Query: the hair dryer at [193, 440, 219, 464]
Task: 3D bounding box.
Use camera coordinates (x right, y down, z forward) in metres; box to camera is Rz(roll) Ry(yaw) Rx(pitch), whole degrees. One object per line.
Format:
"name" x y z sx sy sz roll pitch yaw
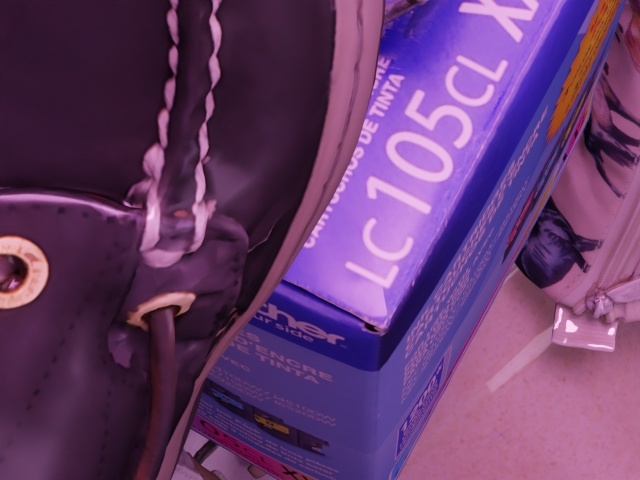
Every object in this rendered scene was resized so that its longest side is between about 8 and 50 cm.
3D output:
"hair dryer" 0.000 0.000 1.113 0.293 0.080 0.223 -46 177 -46

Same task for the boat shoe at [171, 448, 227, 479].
"boat shoe" -0.076 0.157 0.942 0.113 0.103 0.302 -62 170 -9

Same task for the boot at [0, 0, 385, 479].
"boot" -0.122 0.058 0.369 0.284 0.138 0.377 -55 172 -42

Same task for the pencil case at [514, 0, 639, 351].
"pencil case" 0.205 -0.095 1.048 0.410 0.159 0.184 94 0 -63

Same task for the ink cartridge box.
"ink cartridge box" 0.021 -0.063 0.763 0.270 0.151 0.395 -61 168 -17

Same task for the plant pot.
"plant pot" 0.169 0.177 1.373 0.334 0.305 0.334 -40 176 -3
